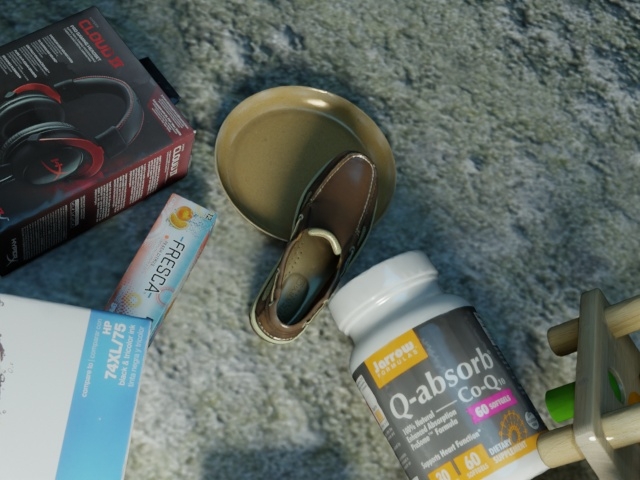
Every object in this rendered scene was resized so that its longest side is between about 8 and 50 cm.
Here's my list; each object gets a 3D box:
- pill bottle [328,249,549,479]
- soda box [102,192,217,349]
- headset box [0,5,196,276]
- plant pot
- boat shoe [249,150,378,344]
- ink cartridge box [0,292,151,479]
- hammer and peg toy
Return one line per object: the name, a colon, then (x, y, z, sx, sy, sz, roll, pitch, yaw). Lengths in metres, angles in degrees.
pill bottle: (0.130, 0.160, 1.164, 0.162, 0.162, 0.278, -22, 71, -24)
soda box: (-0.187, 0.037, 1.203, 0.063, 0.058, 0.183, 27, 61, -1)
headset box: (-0.306, -0.129, 1.228, 0.293, 0.110, 0.218, -31, 74, -26)
plant pot: (-0.020, -0.092, 1.330, 0.236, 0.032, 0.236, 7, 61, -12)
boat shoe: (0.007, 0.004, 1.218, 0.095, 0.095, 0.257, 26, 74, -8)
ink cartridge box: (-0.321, 0.175, 1.015, 0.270, 0.198, 0.197, 11, 62, -10)
hammer and peg toy: (0.335, 0.247, 1.087, 0.266, 0.127, 0.361, 53, 30, -20)
